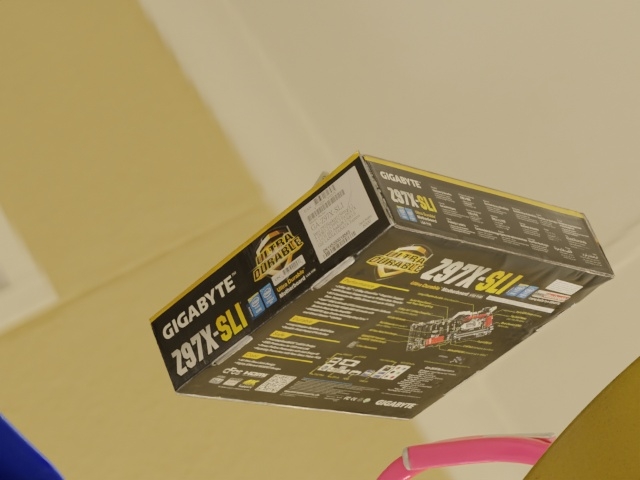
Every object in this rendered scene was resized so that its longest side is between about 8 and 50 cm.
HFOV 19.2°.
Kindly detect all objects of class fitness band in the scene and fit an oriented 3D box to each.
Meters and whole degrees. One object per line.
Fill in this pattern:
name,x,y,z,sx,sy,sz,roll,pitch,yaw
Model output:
fitness band,0.175,0.306,1.952,0.290,0.054,0.209,-7,-94,25

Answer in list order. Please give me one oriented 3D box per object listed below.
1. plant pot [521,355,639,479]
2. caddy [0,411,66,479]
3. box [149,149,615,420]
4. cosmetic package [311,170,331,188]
plant pot,0.252,0.234,1.353,0.212,0.187,0.212,39,27,-37
caddy,-0.390,0.279,1.923,0.341,0.241,0.179,47,-47,-11
box,0.056,0.050,1.592,0.257,0.322,0.079,-40,-121,29
cosmetic package,0.000,0.000,1.725,0.041,0.060,0.115,41,-81,42
